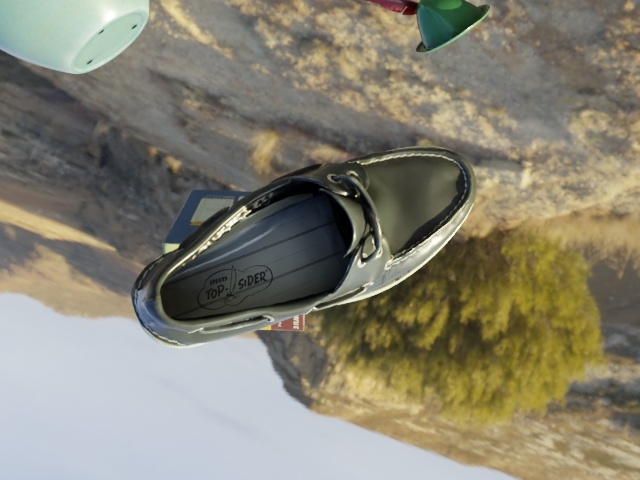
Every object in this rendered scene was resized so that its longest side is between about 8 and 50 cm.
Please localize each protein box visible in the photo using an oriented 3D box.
[{"bbox_3d":[-0.115,0.024,1.144,0.199,0.136,0.201,2,-154,2],"label":"protein box"}]

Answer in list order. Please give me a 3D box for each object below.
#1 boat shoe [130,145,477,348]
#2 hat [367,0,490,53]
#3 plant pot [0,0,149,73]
[{"bbox_3d":[-0.002,-0.004,0.657,0.340,0.127,0.113,-18,174,-11],"label":"boat shoe"},{"bbox_3d":[0.230,-0.514,1.597,0.183,0.208,0.173,55,157,-19],"label":"hat"},{"bbox_3d":[-0.348,-0.347,1.031,0.195,0.290,0.290,50,174,-3],"label":"plant pot"}]
